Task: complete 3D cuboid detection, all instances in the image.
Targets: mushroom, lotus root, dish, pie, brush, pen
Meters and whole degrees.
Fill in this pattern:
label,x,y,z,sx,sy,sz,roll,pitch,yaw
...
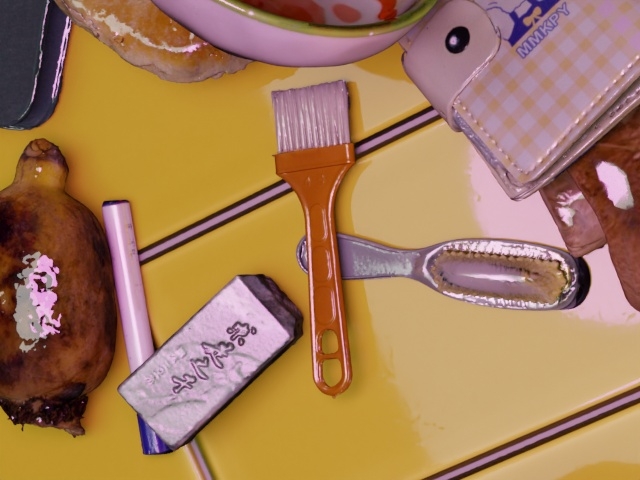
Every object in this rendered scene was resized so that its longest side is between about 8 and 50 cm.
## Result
label,x,y,z,sx,sy,sz,roll,pitch,yaw
mushroom,0.270,-0.063,1.718,0.156,0.151,0.285,-27,85,15
lotus root,-0.294,0.053,1.901,0.169,0.141,0.314,-2,92,20
dish,-0.056,-0.257,1.693,0.324,0.324,0.124,39,133,12
pie,-0.134,-0.300,1.832,0.306,0.071,0.306,-1,81,4
brush,0.112,0.029,1.818,0.297,0.060,0.068,5,97,16
brush,0.000,0.000,1.849,0.090,0.017,0.314,-7,84,29
pen,-0.190,0.089,1.928,0.033,0.033,0.269,-10,90,17

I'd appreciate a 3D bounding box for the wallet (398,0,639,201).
label,x,y,z,sx,sy,sz,roll,pitch,yaw
wallet,0.178,-0.204,1.708,0.223,0.077,0.309,-42,51,11

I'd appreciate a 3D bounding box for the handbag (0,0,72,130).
label,x,y,z,sx,sy,sz,roll,pitch,yaw
handbag,-0.365,-0.286,1.935,0.239,0.089,0.326,13,98,16

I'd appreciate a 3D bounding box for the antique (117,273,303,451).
label,x,y,z,sx,sy,sz,roll,pitch,yaw
antique,-0.104,0.115,1.860,0.183,0.086,0.088,-44,86,4
